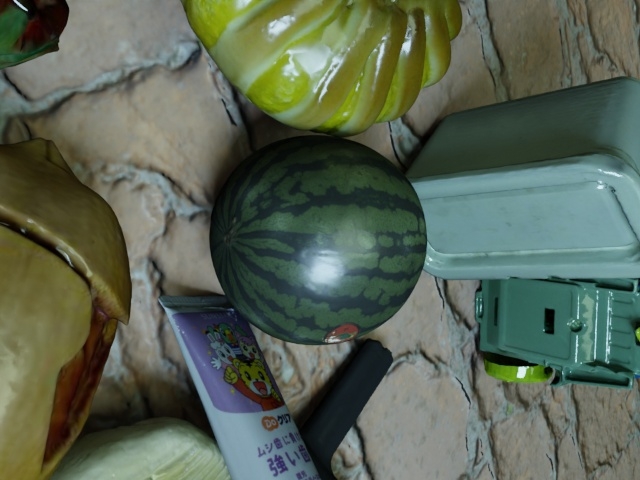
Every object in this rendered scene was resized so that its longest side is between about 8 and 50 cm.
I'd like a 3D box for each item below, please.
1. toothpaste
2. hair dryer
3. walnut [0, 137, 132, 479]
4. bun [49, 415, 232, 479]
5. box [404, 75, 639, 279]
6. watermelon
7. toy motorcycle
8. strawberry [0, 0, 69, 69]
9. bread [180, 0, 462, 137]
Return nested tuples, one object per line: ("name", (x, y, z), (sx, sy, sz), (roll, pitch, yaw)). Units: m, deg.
("toothpaste", (-0.056, 0.179, 0.582), (0.114, 0.073, 0.299), (6, 53, -58))
("hair dryer", (0.017, 0.219, 0.733), (0.251, 0.089, 0.197), (-51, 121, -31))
("walnut", (-0.246, 0.052, 0.440), (0.203, 0.203, 0.298), (25, 61, -37))
("bun", (-0.168, 0.241, 0.558), (0.193, 0.128, 0.178), (-22, 106, -47))
("box", (0.247, -0.074, 0.753), (0.175, 0.312, 0.182), (49, 57, -30))
("watermelon", (0.000, 0.000, 0.619), (0.212, 0.212, 0.212), (-4, 96, -38))
("toy motorcycle", (0.384, 0.106, 0.856), (0.200, 0.326, 0.191), (-3, 96, -40))
("strawberry", (-0.292, -0.212, 0.354), (0.238, 0.250, 0.288), (-24, 114, 2))
("bread", (0.026, -0.261, 0.623), (0.333, 0.160, 0.333), (8, 77, -37))
